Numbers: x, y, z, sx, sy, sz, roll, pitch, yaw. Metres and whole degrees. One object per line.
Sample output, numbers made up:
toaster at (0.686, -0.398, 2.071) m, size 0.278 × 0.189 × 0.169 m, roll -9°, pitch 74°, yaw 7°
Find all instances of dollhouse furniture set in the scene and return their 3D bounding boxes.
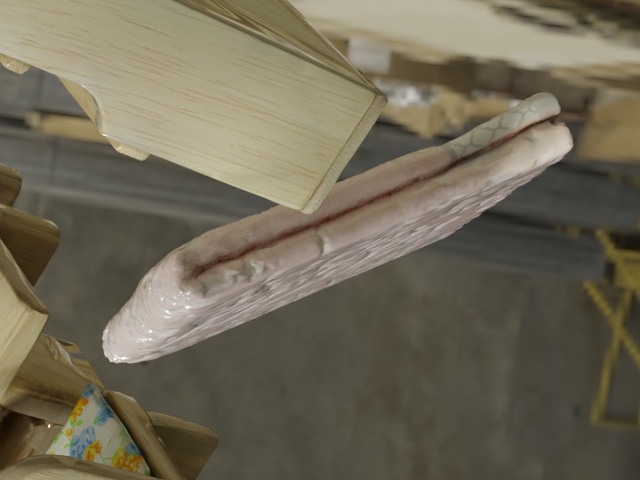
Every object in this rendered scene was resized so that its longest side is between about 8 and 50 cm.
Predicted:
dollhouse furniture set at (-0.122, 0.010, 0.564) m, size 0.161 × 0.242 × 0.212 m, roll 21°, pitch -162°, yaw -40°

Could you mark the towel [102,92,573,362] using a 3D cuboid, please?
towel at (0.000, 0.000, 1.426) m, size 0.317 × 0.053 × 0.332 m, roll -23°, pitch 174°, yaw -17°
